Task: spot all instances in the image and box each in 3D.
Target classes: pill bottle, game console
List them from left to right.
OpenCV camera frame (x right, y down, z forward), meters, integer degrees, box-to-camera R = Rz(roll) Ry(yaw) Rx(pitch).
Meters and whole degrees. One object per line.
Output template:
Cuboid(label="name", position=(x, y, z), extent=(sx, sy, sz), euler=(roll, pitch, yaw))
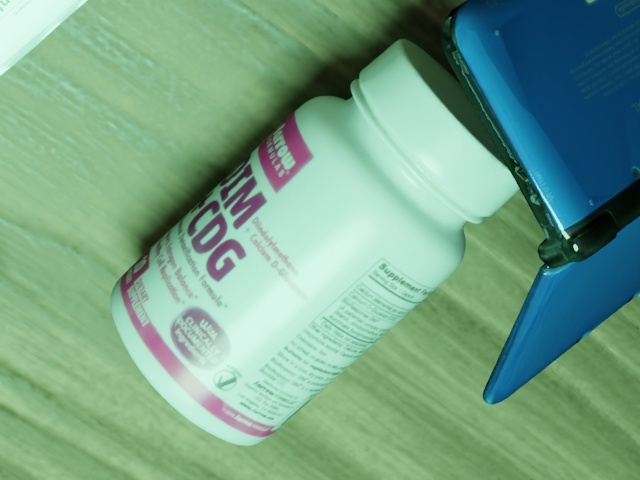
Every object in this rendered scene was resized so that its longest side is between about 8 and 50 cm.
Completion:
Cuboid(label="pill bottle", position=(0.000, 0.000, 1.228), extent=(0.283, 0.160, 0.160), euler=(-43, 114, 14))
Cuboid(label="game console", position=(0.190, -0.070, 1.194), extent=(0.173, 0.293, 0.250), euler=(-25, 96, 52))

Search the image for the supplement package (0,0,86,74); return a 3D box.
Cuboid(label="supplement package", position=(-0.168, -0.247, 1.023), extent=(0.204, 0.262, 0.145), euler=(-38, 114, 13))
